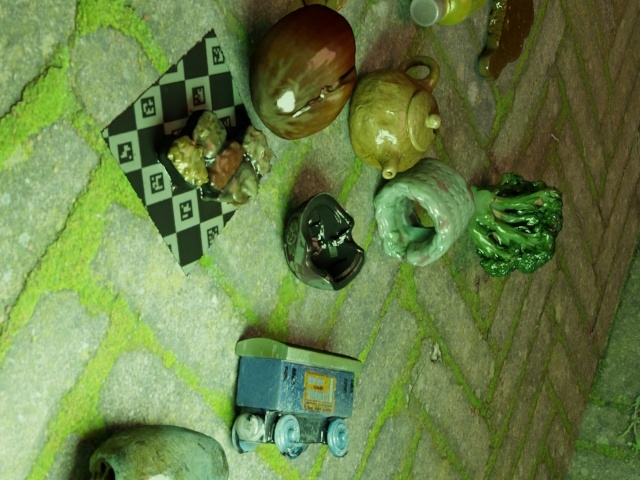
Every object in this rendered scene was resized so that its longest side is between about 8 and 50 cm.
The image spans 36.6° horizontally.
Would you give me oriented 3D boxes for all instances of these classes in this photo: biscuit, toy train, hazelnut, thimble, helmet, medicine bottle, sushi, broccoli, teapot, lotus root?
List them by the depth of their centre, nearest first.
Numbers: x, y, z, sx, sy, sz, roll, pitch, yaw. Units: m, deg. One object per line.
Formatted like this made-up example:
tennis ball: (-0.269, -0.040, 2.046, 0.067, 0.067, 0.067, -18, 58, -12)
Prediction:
lotus root: (-0.217, 0.354, 1.445, 0.322, 0.140, 0.158, 11, 86, -60)
sushi: (-0.173, -0.137, 1.504, 0.294, 0.059, 0.292, -55, 137, -35)
hazelnut: (-0.027, -0.272, 1.596, 0.181, 0.181, 0.212, -96, 179, -50)
toy train: (-0.044, 0.284, 1.721, 0.299, 0.131, 0.202, 21, 70, -57)
helmet: (-0.009, 0.009, 1.744, 0.153, 0.107, 0.177, -30, 101, -48)
teapot: (0.169, -0.247, 1.913, 0.203, 0.167, 0.311, 56, 49, -44)
thimble: (0.211, -0.054, 2.011, 0.149, 0.185, 0.211, -41, 162, -45)
medicine bottle: (0.267, -0.516, 2.061, 0.212, 0.122, 0.122, -39, 127, -47)
broccoli: (0.467, -0.044, 2.373, 0.245, 0.265, 0.294, 19, 50, -31)
biscuit: (0.464, -0.523, 2.437, 0.183, 0.047, 0.320, 52, 53, -44)

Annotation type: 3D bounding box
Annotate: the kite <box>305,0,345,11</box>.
kite: (0.002, -0.563, 1.745, 0.327, 0.013, 0.377, -7, 102, -56)
